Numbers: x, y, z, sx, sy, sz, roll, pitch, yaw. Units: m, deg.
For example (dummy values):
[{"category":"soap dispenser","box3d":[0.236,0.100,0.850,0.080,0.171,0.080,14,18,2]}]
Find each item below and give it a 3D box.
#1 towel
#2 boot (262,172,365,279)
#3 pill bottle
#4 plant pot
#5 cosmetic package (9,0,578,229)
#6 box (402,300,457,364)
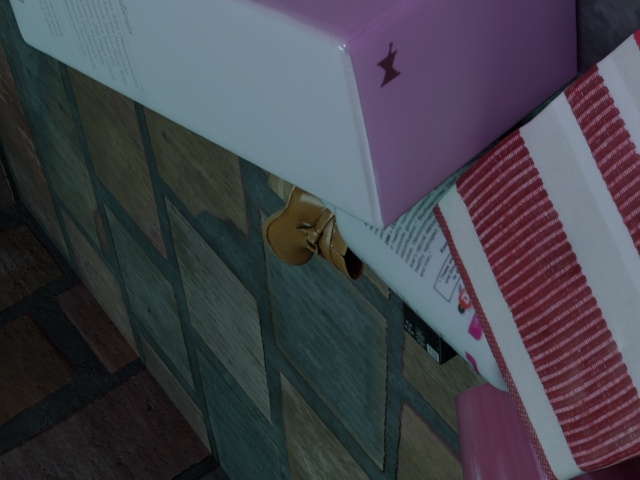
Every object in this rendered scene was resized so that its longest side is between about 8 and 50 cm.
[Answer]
[{"category":"towel","box3d":[0.211,0.004,0.790,0.329,0.037,0.237,-41,65,51]},{"category":"boot","box3d":[0.000,0.000,1.495,0.152,0.073,0.197,42,157,30]},{"category":"pill bottle","box3d":[0.114,-0.017,1.058,0.283,0.160,0.160,44,155,35]},{"category":"plant pot","box3d":[0.211,0.209,1.129,0.201,0.201,0.180,126,128,-68]},{"category":"cosmetic package","box3d":[-0.047,-0.208,0.977,0.453,0.230,0.161,30,145,38]},{"category":"box","box3d":[0.134,0.073,1.249,0.062,0.083,0.052,45,157,35]}]
